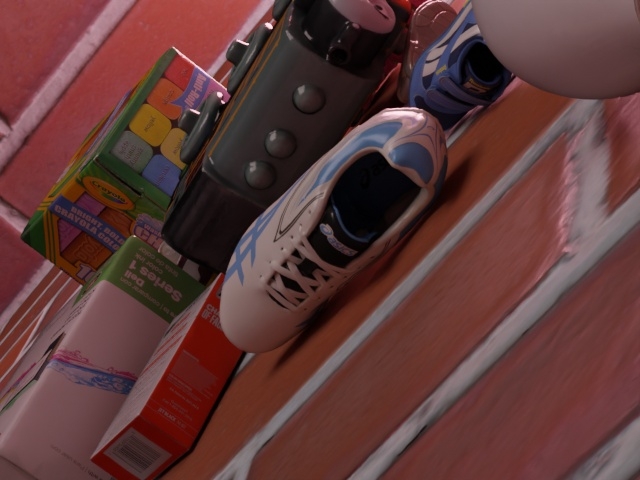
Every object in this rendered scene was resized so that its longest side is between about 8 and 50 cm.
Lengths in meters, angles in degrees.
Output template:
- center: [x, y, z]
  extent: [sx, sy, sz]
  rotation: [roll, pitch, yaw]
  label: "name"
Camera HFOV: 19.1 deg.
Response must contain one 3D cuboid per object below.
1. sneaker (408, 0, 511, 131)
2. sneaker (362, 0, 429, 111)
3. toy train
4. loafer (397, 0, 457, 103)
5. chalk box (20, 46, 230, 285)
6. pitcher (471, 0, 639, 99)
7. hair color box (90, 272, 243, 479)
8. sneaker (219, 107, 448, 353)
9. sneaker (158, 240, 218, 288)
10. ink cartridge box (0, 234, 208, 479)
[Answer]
- center: [0.104, -0.121, 1.381]
  extent: [0.144, 0.053, 0.059]
  rotation: [121, 155, -47]
  label: "sneaker"
- center: [0.055, -0.190, 1.821]
  extent: [0.170, 0.063, 0.075]
  rotation: [-52, 15, 28]
  label: "sneaker"
- center: [-0.030, -0.117, 1.716]
  extent: [0.334, 0.142, 0.190]
  rotation: [-55, 14, 28]
  label: "toy train"
- center: [0.088, -0.165, 1.652]
  extent: [0.039, 0.045, 0.125]
  rotation: [-53, 10, 38]
  label: "loafer"
- center: [-0.162, -0.065, 2.023]
  extent: [0.289, 0.179, 0.180]
  rotation: [-39, 17, 52]
  label: "chalk box"
- center: [0.184, -0.151, 1.007]
  extent: [0.178, 0.125, 0.207]
  rotation: [-33, 15, -17]
  label: "pitcher"
- center: [-0.113, 0.115, 1.544]
  extent: [0.093, 0.053, 0.167]
  rotation: [-43, 15, 46]
  label: "hair color box"
- center: [0.000, 0.000, 1.344]
  extent: [0.237, 0.085, 0.086]
  rotation: [-48, 6, 29]
  label: "sneaker"
- center: [-0.154, 0.061, 1.807]
  extent: [0.185, 0.084, 0.069]
  rotation: [-47, 11, 44]
  label: "sneaker"
- center: [-0.222, 0.161, 1.682]
  extent: [0.201, 0.117, 0.278]
  rotation: [-42, 15, 45]
  label: "ink cartridge box"
